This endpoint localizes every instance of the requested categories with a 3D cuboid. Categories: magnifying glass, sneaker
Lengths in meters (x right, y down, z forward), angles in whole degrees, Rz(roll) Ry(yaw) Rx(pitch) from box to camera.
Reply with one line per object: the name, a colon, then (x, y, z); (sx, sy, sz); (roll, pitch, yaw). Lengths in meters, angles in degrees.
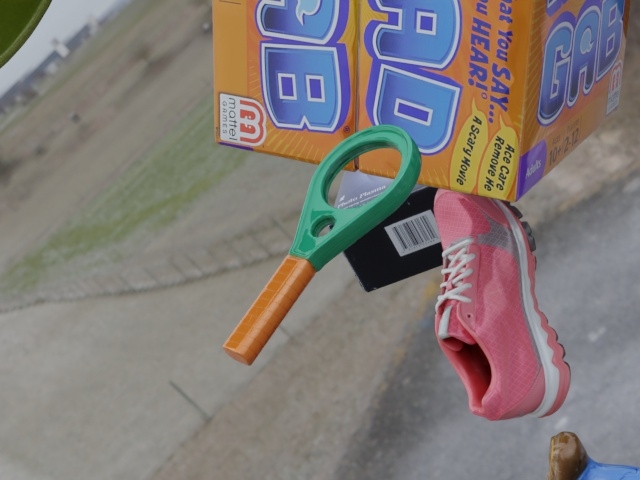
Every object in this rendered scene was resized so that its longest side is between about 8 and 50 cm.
magnifying glass: (0.000, 0.000, 0.982); (0.092, 0.026, 0.231); (16, 62, 45)
sneaker: (0.192, 0.069, 1.495); (0.136, 0.314, 0.116); (-10, -16, -34)

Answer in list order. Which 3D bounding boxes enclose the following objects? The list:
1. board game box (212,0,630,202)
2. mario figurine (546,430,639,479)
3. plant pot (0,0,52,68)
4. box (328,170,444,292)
board game box: (0.122, -0.291, 1.362); (0.356, 0.357, 0.356); (13, 26, 26)
mario figurine: (0.391, 0.236, 1.234); (0.170, 0.320, 0.198); (90, -177, -65)
plant pot: (-0.458, -0.331, 1.076); (0.366, 0.366, 0.353); (-47, 50, -9)
box: (0.196, -0.085, 2.504); (0.296, 0.183, 0.294); (-21, 24, 21)
